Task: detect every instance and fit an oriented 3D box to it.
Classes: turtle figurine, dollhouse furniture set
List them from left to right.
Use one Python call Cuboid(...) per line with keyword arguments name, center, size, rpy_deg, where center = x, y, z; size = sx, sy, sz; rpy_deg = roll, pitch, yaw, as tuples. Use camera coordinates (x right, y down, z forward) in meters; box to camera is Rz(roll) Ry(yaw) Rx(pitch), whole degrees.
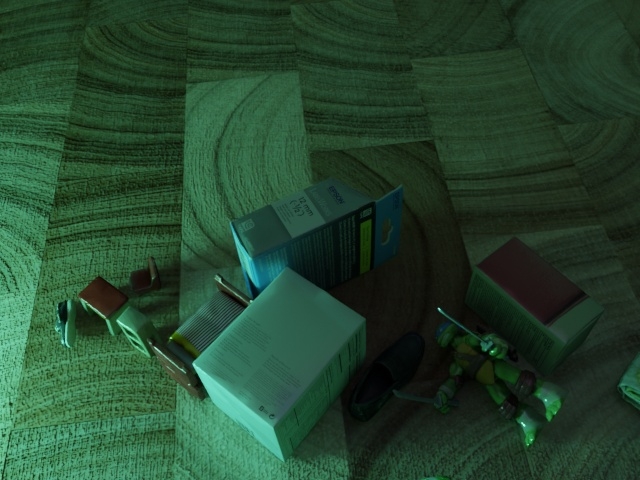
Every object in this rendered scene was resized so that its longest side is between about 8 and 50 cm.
Cuboid(name="dollhouse furniture set", center=(-0.324, 0.141, 1.331), size=(0.374, 0.152, 0.201), rpy_deg=(31, 62, 23))
Cuboid(name="turtle figurine", center=(0.298, 0.271, 1.179), size=(0.266, 0.274, 0.198), rpy_deg=(35, 97, 20))

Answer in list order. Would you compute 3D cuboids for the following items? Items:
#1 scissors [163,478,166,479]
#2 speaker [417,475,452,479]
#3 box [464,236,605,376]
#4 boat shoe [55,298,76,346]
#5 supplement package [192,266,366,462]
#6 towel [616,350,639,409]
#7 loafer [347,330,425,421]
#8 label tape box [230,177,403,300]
Cuboid(name="scissors", center=(-0.220, 0.559, 1.110), size=(0.109, 0.021, 0.297), rpy_deg=(-11, 53, -4))
Cuboid(name="speaker", center=(0.100, 0.502, 1.064), size=(0.296, 0.131, 0.131), rpy_deg=(-18, 55, -9))
Cuboid(name="box", center=(0.429, 0.132, 1.293), size=(0.126, 0.149, 0.232), rpy_deg=(-34, 60, -20))
Cuboid(name="boat shoe", center=(-0.560, 0.182, 1.382), size=(0.038, 0.046, 0.125), rpy_deg=(-13, 52, -6))
Cuboid(name="supplement package", center=(-0.066, 0.237, 1.218), size=(0.199, 0.198, 0.263), rpy_deg=(32, 62, 24))
Cuboid(name="towel", center=(0.804, 0.258, 1.217), size=(0.320, 0.090, 0.374), rpy_deg=(38, 64, 25))
Cuboid(name="loafer", center=(0.137, 0.264, 1.260), size=(0.076, 0.078, 0.223), rpy_deg=(34, 63, 24))
Cuboid(name="label tape box", center=(0.000, 0.000, 1.352), size=(0.347, 0.249, 0.115), rpy_deg=(-26, 57, -15))
